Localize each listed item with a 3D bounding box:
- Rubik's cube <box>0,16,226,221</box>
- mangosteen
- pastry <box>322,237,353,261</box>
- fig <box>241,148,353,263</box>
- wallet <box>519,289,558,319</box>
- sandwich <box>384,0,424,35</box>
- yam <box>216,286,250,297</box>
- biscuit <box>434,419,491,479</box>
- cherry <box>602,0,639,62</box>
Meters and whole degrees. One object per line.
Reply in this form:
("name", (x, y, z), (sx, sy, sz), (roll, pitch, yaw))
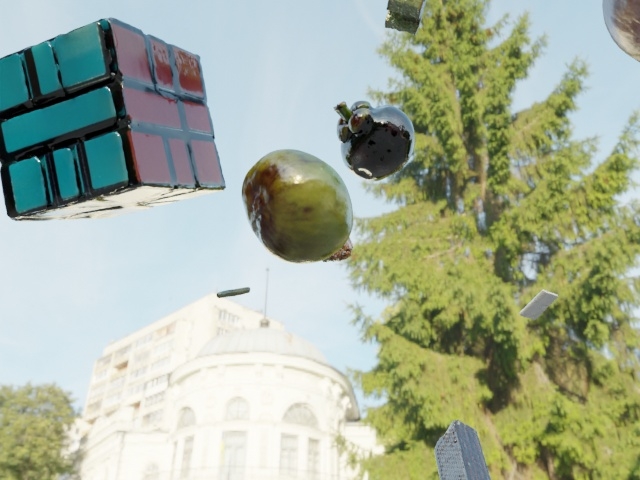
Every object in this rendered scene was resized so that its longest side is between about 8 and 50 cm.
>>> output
("Rubik's cube", (-0.378, -0.196, 1.072), (0.288, 0.284, 0.293), (-10, -3, 19))
("mangosteen", (0.163, -0.347, 1.970), (0.302, 0.275, 0.275), (39, -44, -15))
("pastry", (0.001, 0.002, 1.137), (0.063, 0.087, 0.169), (-28, -27, 26))
("fig", (-0.030, -0.041, 0.748), (0.135, 0.121, 0.153), (-6, -57, 50))
("wallet", (0.468, 0.139, 1.282), (0.044, 0.011, 0.083), (18, -53, -17))
("sandwich", (0.215, -0.585, 1.497), (0.090, 0.089, 0.244), (17, -19, 6))
("yam", (-0.234, 0.140, 1.606), (0.021, 0.021, 0.116), (-27, -12, 36))
("biscuit", (0.328, 0.563, 1.318), (0.073, 0.388, 0.107), (24, -69, -8))
("cherry", (0.741, -0.528, 1.193), (0.326, 0.292, 0.335), (-27, -33, 8))
